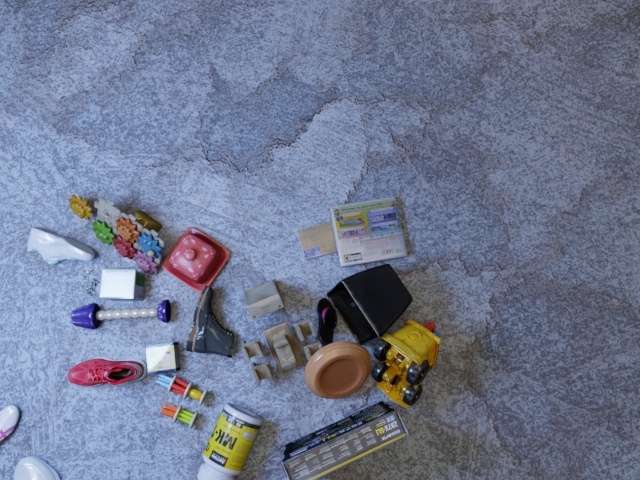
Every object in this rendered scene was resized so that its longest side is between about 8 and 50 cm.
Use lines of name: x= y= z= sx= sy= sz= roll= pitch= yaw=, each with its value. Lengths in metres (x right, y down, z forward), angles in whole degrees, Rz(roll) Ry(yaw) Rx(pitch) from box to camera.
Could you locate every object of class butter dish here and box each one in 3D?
butter dish: x=-0.377 y=0.050 z=1.635 sx=0.160 sy=0.118 sz=0.160 roll=33 pitch=79 yaw=5

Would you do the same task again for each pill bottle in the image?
pill bottle: x=-0.255 y=0.575 z=1.541 sx=0.119 sy=0.119 sz=0.209 roll=23 pitch=80 yaw=2

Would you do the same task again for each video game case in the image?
video game case: x=0.148 y=-0.028 z=1.709 sx=0.212 sy=0.023 sz=0.194 roll=-9 pitch=80 yaw=-7

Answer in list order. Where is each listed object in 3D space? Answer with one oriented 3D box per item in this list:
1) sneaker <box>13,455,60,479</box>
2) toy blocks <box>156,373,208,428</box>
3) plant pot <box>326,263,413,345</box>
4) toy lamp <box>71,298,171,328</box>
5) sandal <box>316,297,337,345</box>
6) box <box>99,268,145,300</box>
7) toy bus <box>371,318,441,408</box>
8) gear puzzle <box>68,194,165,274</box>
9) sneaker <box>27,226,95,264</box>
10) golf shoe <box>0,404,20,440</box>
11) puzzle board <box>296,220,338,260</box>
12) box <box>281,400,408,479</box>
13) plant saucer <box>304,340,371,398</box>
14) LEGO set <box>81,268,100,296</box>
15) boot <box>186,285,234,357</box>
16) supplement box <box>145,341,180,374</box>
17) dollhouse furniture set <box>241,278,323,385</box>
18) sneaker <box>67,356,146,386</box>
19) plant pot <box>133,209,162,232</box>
sneaker: x=-0.764 y=0.736 z=1.480 sx=0.114 sy=0.152 sz=0.305 roll=-18 pitch=79 yaw=-3
toy blocks: x=-0.416 y=0.458 z=1.591 sx=0.148 sy=0.054 sz=0.123 roll=22 pitch=79 yaw=2
plant pot: x=0.153 y=0.174 z=1.607 sx=0.167 sy=0.188 sz=0.187 roll=-30 pitch=81 yaw=-21
toy lamp: x=-0.585 y=0.217 z=1.618 sx=0.274 sy=0.080 sz=0.080 roll=-4 pitch=80 yaw=-1
sandal: x=0.025 y=0.230 z=1.603 sx=0.067 sy=0.179 sz=0.040 roll=32 pitch=119 yaw=-19
box: x=-0.581 y=0.131 z=1.622 sx=0.101 sy=0.101 sz=0.087 roll=2 pitch=80 yaw=-1
toy bus: x=0.266 y=0.336 z=1.586 sx=0.149 sy=0.220 sz=0.211 roll=31 pitch=46 yaw=33
gear puzzle: x=-0.611 y=-0.031 z=1.623 sx=0.339 sy=0.175 sz=0.044 roll=34 pitch=43 yaw=5
sneaker: x=-0.780 y=0.036 z=1.656 sx=0.212 sy=0.080 sz=0.094 roll=21 pitch=91 yaw=9
golf shoe: x=-0.922 y=0.543 z=1.544 sx=0.067 sy=0.086 sz=0.186 roll=37 pitch=79 yaw=6
puzzle board: x=0.000 y=0.000 z=1.711 sx=0.128 sy=0.011 sz=0.097 roll=-16 pitch=81 yaw=-4
box: x=0.058 y=0.540 z=1.488 sx=0.321 sy=0.257 sz=0.079 roll=-23 pitch=82 yaw=-6
plant saucer: x=0.054 y=0.377 z=1.570 sx=0.199 sy=0.037 sz=0.200 roll=-7 pitch=118 yaw=-14
LEGO set: x=-0.697 y=0.126 z=1.659 sx=0.054 sy=0.023 sz=0.083 roll=-28 pitch=82 yaw=-7
boot: x=-0.307 y=0.241 z=1.632 sx=0.137 sy=0.077 sz=0.198 roll=13 pitch=92 yaw=-4
supplement box: x=-0.459 y=0.343 z=1.609 sx=0.083 sy=0.056 sz=0.083 roll=-7 pitch=80 yaw=-3
dollhouse furniture set: x=-0.130 y=0.259 z=1.619 sx=0.212 sy=0.161 sz=0.242 roll=-22 pitch=103 yaw=-5
sneaker: x=-0.618 y=0.370 z=1.563 sx=0.221 sy=0.128 sz=0.087 roll=-8 pitch=79 yaw=-5
plant pot: x=-0.542 y=-0.043 z=1.665 sx=0.081 sy=0.083 sz=0.081 roll=35 pitch=80 yaw=5
